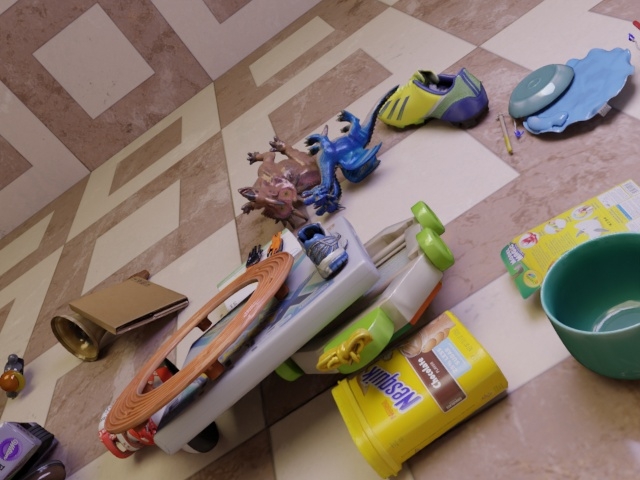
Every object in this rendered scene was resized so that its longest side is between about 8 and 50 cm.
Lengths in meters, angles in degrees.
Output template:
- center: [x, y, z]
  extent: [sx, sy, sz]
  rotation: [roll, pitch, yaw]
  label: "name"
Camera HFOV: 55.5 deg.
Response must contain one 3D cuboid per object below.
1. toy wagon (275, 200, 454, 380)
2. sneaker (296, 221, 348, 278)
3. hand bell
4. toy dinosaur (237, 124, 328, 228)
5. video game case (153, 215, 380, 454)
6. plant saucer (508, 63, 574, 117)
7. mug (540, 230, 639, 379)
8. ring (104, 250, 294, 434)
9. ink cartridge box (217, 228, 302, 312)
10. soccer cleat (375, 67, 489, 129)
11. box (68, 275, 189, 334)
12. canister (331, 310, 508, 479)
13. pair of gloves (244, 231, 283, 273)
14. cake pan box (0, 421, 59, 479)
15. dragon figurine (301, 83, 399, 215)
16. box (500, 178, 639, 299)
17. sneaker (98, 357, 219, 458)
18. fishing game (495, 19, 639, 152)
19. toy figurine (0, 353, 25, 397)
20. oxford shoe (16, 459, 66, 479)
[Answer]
- center: [0.052, 0.082, 0.780]
  extent: [0.267, 0.068, 0.344]
  rotation: [-39, 12, 16]
  label: "toy wagon"
- center: [0.000, 0.000, 0.755]
  extent: [0.052, 0.058, 0.135]
  rotation: [-41, 10, 2]
  label: "sneaker"
- center: [-0.466, 0.144, 1.367]
  extent: [0.126, 0.126, 0.242]
  rotation: [-13, 25, 37]
  label: "hand bell"
- center: [-0.051, -0.125, 1.245]
  extent: [0.296, 0.127, 0.200]
  rotation: [-35, 35, -26]
  label: "toy dinosaur"
- center: [-0.072, 0.106, 0.836]
  extent: [0.329, 0.036, 0.300]
  rotation: [-41, 11, 6]
  label: "video game case"
- center: [0.356, -0.252, 1.002]
  extent: [0.119, 0.021, 0.119]
  rotation: [-39, 21, 18]
  label: "plant saucer"
- center: [0.307, 0.064, 0.589]
  extent: [0.158, 0.097, 0.129]
  rotation: [-24, 32, 22]
  label: "mug"
- center: [-0.159, 0.138, 0.840]
  extent: [0.337, 0.032, 0.336]
  rotation: [-40, 10, 9]
  label: "ring"
- center: [-0.076, 0.086, 1.033]
  extent: [0.171, 0.056, 0.235]
  rotation: [-39, 27, -3]
  label: "ink cartridge box"
- center: [0.197, -0.283, 1.175]
  extent: [0.093, 0.121, 0.289]
  rotation: [-48, 31, -17]
  label: "soccer cleat"
- center: [-0.394, 0.129, 1.246]
  extent: [0.201, 0.021, 0.164]
  rotation: [14, 27, 42]
  label: "box"
- center: [0.110, 0.168, 0.690]
  extent: [0.170, 0.073, 0.126]
  rotation: [-36, 28, 1]
  label: "canister"
- center: [-0.099, 0.023, 1.083]
  extent: [0.083, 0.010, 0.074]
  rotation: [-29, 30, 22]
  label: "pair of gloves"
- center: [-0.552, 0.408, 0.983]
  extent: [0.266, 0.070, 0.246]
  rotation: [-51, 2, -23]
  label: "cake pan box"
- center: [0.067, -0.167, 1.167]
  extent: [0.289, 0.085, 0.144]
  rotation: [-36, 72, -9]
  label: "dragon figurine"
- center: [0.311, 0.008, 0.722]
  extent: [0.179, 0.043, 0.105]
  rotation: [-27, 31, 14]
  label: "box"
- center: [-0.249, 0.284, 0.913]
  extent: [0.145, 0.090, 0.270]
  rotation: [-45, 26, -10]
  label: "sneaker"
- center: [0.406, -0.231, 0.957]
  extent: [0.264, 0.041, 0.189]
  rotation: [-35, 26, 24]
  label: "fishing game"
- center: [-0.789, 0.306, 1.356]
  extent: [0.210, 0.213, 0.148]
  rotation: [-40, 17, -12]
  label: "toy figurine"
- center: [-0.473, 0.454, 0.953]
  extent: [0.096, 0.082, 0.227]
  rotation: [16, 52, 26]
  label: "oxford shoe"
